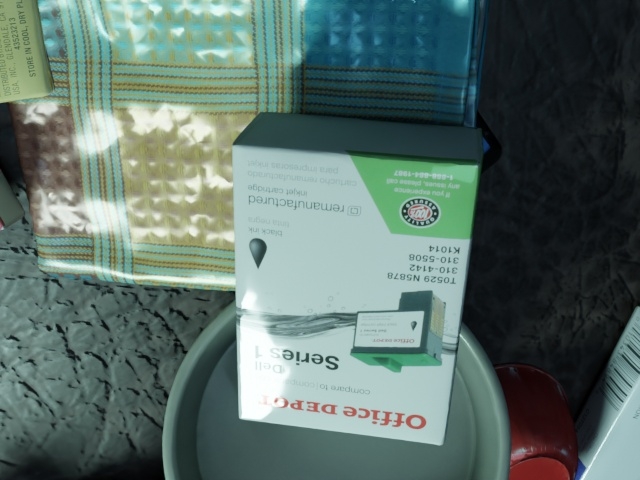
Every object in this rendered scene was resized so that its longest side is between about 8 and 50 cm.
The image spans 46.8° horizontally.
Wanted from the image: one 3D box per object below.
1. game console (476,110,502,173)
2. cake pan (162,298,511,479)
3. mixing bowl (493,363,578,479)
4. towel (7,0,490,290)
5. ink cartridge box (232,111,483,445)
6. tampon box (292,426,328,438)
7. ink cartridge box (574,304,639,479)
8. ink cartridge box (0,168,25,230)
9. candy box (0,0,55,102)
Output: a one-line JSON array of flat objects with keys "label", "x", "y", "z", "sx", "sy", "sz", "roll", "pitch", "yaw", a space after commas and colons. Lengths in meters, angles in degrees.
[{"label": "game console", "x": 0.089, "y": -0.075, "z": 0.643, "sx": 0.085, "sy": 0.124, "sz": 0.144, "roll": -25, "pitch": 121, "yaw": 32}, {"label": "cake pan", "x": 0.014, "y": 0.170, "z": 0.643, "sx": 0.293, "sy": 0.054, "sz": 0.293, "roll": 0, "pitch": 80, "yaw": -1}, {"label": "mixing bowl", "x": 0.209, "y": 0.238, "z": 0.810, "sx": 0.182, "sy": 0.098, "sz": 0.181, "roll": -4, "pitch": 117, "yaw": -8}, {"label": "towel", "x": -0.064, "y": -0.076, "z": 0.573, "sx": 0.370, "sy": 0.040, "sz": 0.271, "roll": 2, "pitch": 116, "yaw": 8}, {"label": "ink cartridge box", "x": 0.024, "y": 0.028, "z": 0.533, "sx": 0.160, "sy": 0.092, "sz": 0.219, "roll": 5, "pitch": 115, "yaw": 8}, {"label": "tampon box", "x": 0.043, "y": 0.194, "z": 0.752, "sx": 0.161, "sy": 0.101, "sz": 0.120, "roll": -4, "pitch": 116, "yaw": -9}, {"label": "ink cartridge box", "x": 0.454, "y": 0.252, "z": 0.884, "sx": 0.330, "sy": 0.071, "sz": 0.324, "roll": 12, "pitch": 112, "yaw": -15}, {"label": "ink cartridge box", "x": -0.333, "y": -0.031, "z": 0.579, "sx": 0.150, "sy": 0.063, "sz": 0.109, "roll": -25, "pitch": 106, "yaw": 1}, {"label": "candy box", "x": -0.341, "y": -0.112, "z": 0.417, "sx": 0.316, "sy": 0.183, "sz": 0.087, "roll": -18, "pitch": 118, "yaw": -30}]
